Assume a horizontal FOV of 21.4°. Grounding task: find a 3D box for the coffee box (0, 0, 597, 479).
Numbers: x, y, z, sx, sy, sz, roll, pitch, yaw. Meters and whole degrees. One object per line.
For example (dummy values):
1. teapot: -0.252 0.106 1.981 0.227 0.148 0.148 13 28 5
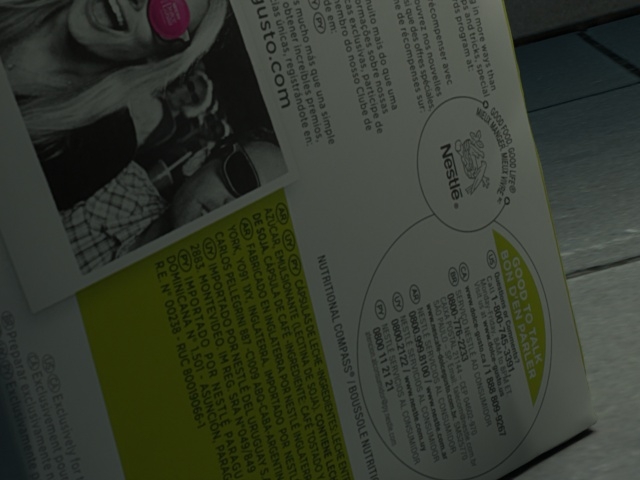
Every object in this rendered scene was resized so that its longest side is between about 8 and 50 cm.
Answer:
1. coffee box: -0.112 -0.009 0.887 0.334 0.338 0.338 -22 12 -37
